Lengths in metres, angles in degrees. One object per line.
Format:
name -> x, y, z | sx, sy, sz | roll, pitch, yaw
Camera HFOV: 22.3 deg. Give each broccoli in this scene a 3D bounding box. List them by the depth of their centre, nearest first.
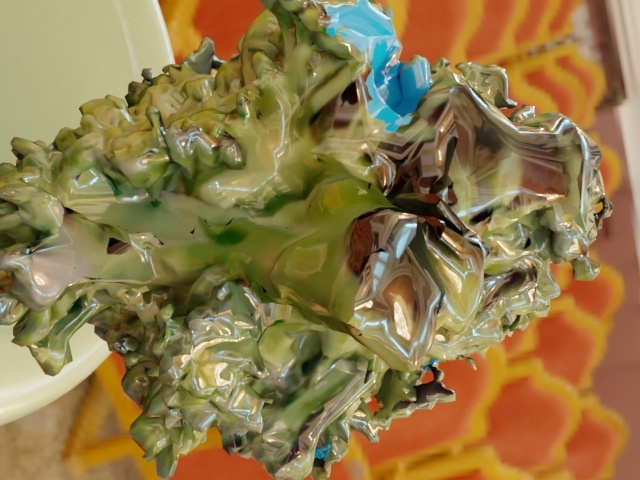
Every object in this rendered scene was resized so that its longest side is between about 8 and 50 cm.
broccoli -> 0.000, 0.000, 0.443 | 0.154, 0.167, 0.160 | -62, -159, -8

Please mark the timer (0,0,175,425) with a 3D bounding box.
timer -> -0.267, -0.040, 0.707 | 0.291, 0.315, 0.290 | 20, 63, -46
